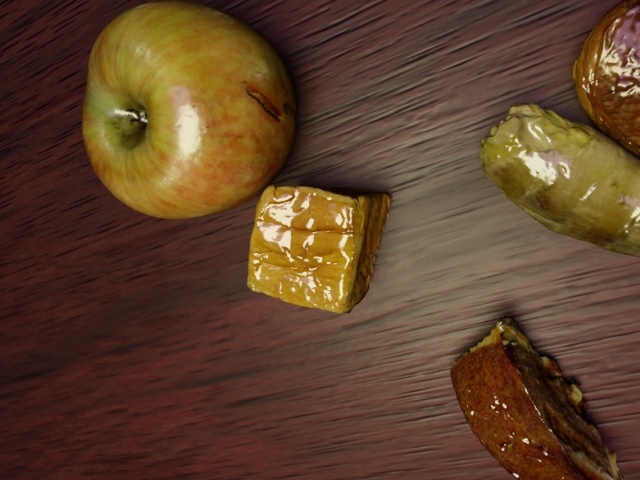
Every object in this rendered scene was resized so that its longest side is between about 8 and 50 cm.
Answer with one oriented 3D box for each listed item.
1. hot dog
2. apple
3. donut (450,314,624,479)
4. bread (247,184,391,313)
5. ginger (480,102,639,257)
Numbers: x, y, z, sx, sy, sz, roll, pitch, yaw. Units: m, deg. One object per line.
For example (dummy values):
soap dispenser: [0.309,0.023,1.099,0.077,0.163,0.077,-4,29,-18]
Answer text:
hot dog: [0.379,-0.158,0.492,0.227,0.099,0.160,44,108,7]
apple: [-0.153,-0.157,0.606,0.264,0.264,0.264,2,98,18]
donut: [0.242,0.207,0.573,0.187,0.144,0.126,34,130,-15]
bread: [0.000,0.000,0.611,0.149,0.158,0.143,11,99,12]
ginger: [0.298,-0.056,0.529,0.263,0.109,0.116,26,107,8]
